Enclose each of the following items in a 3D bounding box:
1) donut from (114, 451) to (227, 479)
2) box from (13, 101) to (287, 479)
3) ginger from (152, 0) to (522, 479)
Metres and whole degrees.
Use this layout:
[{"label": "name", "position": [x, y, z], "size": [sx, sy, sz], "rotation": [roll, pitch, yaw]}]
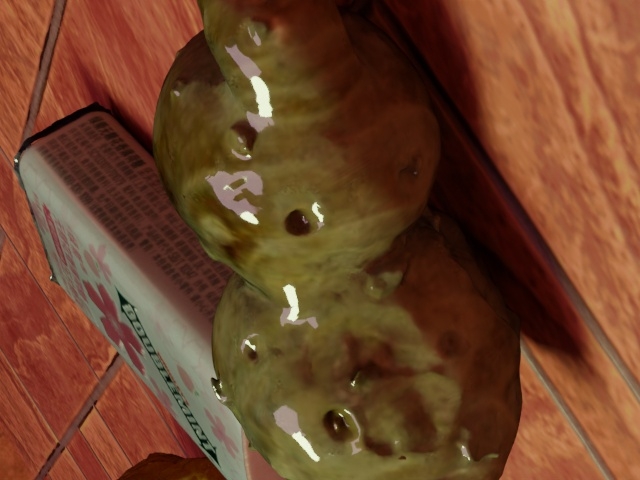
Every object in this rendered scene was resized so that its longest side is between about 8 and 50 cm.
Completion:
[{"label": "donut", "position": [-0.092, 0.341, 1.781], "size": [0.330, 0.160, 0.330], "rotation": [40, 161, 17]}, {"label": "box", "position": [-0.115, 0.057, 1.449], "size": [0.370, 0.112, 0.190], "rotation": [42, 154, 38]}, {"label": "ginger", "position": [0.000, 0.000, 0.996], "size": [0.256, 0.176, 0.375], "rotation": [-122, 11, -57]}]
